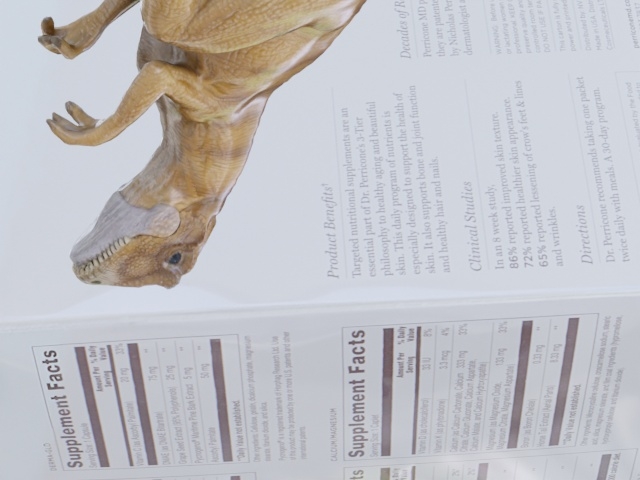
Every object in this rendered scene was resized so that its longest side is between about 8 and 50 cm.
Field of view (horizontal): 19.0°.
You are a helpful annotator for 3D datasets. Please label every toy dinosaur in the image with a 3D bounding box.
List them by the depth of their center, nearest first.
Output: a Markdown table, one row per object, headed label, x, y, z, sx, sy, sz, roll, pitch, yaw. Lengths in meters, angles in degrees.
| label | x | y | z | sx | sy | sz | roll | pitch | yaw |
| --- | --- | --- | --- | --- | --- | --- | --- | --- | --- |
| toy dinosaur | -0.007 | -0.068 | 0.415 | 0.112 | 0.064 | 0.211 | 31 | -44 | -16 |

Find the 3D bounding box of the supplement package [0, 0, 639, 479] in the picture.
| label | x | y | z | sx | sy | sz | roll | pitch | yaw |
| --- | --- | --- | --- | --- | --- | --- | --- | --- | --- |
| supplement package | 0.000 | 0.000 | 0.756 | 0.262 | 0.199 | 0.198 | -3 | -36 | -1 |
